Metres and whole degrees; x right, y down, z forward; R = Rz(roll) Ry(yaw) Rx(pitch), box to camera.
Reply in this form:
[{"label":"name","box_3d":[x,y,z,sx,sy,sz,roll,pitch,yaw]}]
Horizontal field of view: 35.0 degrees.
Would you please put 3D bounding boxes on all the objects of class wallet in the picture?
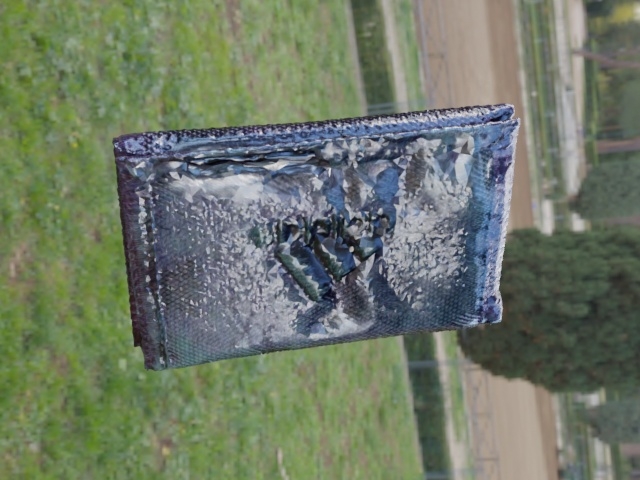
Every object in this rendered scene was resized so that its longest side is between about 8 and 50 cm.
[{"label":"wallet","box_3d":[0.000,-0.001,0.430,0.030,0.165,0.111,-107,-166,-55]}]
